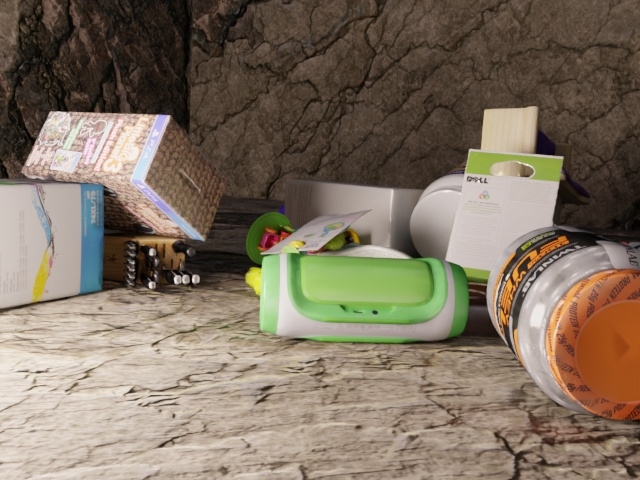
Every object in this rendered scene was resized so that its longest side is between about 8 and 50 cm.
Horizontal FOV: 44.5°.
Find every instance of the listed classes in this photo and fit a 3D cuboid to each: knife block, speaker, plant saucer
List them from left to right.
[{"bbox_3d":[-0.312,0.036,1.567,0.242,0.088,0.276,6,7,18],"label":"knife block"},{"bbox_3d":[0.061,0.084,1.158,0.296,0.131,0.131,3,7,-6],"label":"speaker"},{"bbox_3d":[0.245,0.111,1.351,0.310,0.050,0.310,2,6,0],"label":"plant saucer"}]

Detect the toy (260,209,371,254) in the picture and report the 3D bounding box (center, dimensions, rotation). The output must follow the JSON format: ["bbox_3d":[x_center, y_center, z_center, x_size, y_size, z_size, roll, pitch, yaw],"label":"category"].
[{"bbox_3d":[0.000,0.000,1.594,0.137,0.056,0.237,-5,14,33],"label":"toy"}]

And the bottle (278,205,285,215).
[{"bbox_3d":[0.008,-0.060,2.513,0.283,0.092,0.118,4,7,7],"label":"bottle"}]

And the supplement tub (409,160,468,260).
[{"bbox_3d":[0.382,-0.068,1.983,0.241,0.241,0.331,7,20,28],"label":"supplement tub"}]

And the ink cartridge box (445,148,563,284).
[{"bbox_3d":[0.357,-0.034,1.492,0.189,0.255,0.097,8,-15,24],"label":"ink cartridge box"}]

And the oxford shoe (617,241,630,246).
[{"bbox_3d":[0.520,0.074,1.458,0.130,0.123,0.348,-5,6,11],"label":"oxford shoe"}]

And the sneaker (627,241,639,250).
[{"bbox_3d":[0.721,0.055,1.882,0.235,0.094,0.153,12,16,8],"label":"sneaker"}]

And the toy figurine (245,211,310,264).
[{"bbox_3d":[-0.057,0.024,1.785,0.173,0.130,0.159,14,10,-44],"label":"toy figurine"}]

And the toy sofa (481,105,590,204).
[{"bbox_3d":[0.489,-0.180,1.734,0.177,0.150,0.362,4,-5,29],"label":"toy sofa"}]

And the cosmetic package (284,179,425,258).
[{"bbox_3d":[0.081,-0.057,2.082,0.365,0.197,0.155,10,9,38],"label":"cosmetic package"}]

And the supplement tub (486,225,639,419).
[{"bbox_3d":[0.316,0.089,0.933,0.193,0.193,0.316,3,6,2],"label":"supplement tub"}]

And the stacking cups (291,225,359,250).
[{"bbox_3d":[-0.049,0.003,1.970,0.316,0.096,0.096,7,8,42],"label":"stacking cups"}]

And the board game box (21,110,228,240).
[{"bbox_3d":[-0.371,-0.124,1.510,0.291,0.141,0.232,6,-24,26],"label":"board game box"}]

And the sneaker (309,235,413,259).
[{"bbox_3d":[0.112,0.041,1.643,0.256,0.094,0.151,4,13,32],"label":"sneaker"}]

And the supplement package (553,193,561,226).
[{"bbox_3d":[0.419,-0.012,1.657,0.145,0.204,0.262,6,-1,21],"label":"supplement package"}]

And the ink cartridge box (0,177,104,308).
[{"bbox_3d":[-0.532,-0.003,1.318,0.198,0.197,0.270,6,7,25],"label":"ink cartridge box"}]

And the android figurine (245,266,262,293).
[{"bbox_3d":[-0.004,0.081,1.473,0.273,0.056,0.248,6,7,41],"label":"android figurine"}]
